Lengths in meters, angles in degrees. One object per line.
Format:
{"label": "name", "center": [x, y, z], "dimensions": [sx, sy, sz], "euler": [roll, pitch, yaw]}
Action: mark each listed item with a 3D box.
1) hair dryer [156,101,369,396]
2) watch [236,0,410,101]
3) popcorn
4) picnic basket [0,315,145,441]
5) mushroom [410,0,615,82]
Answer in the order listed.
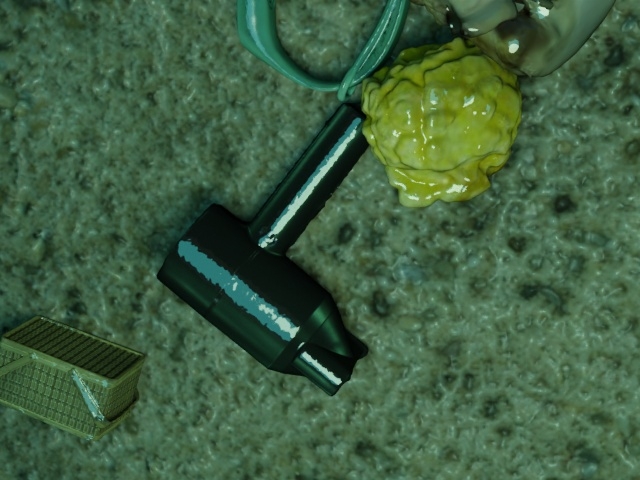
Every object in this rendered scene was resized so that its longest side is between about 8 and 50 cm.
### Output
{"label": "hair dryer", "center": [0.000, 0.000, 1.417], "dimensions": [0.244, 0.116, 0.302], "euler": [38, 99, 0]}
{"label": "watch", "center": [0.005, -0.271, 1.378], "dimensions": [0.195, 0.068, 0.237], "euler": [4, 98, 9]}
{"label": "popcorn", "center": [0.127, -0.125, 1.329], "dimensions": [0.180, 0.180, 0.170], "euler": [39, 142, 3]}
{"label": "picnic basket", "center": [-0.299, 0.160, 1.498], "dimensions": [0.164, 0.115, 0.080], "euler": [20, 105, 8]}
{"label": "mushroom", "center": [0.098, -0.359, 1.215], "dimensions": [0.397, 0.313, 0.224], "euler": [42, 104, 25]}
